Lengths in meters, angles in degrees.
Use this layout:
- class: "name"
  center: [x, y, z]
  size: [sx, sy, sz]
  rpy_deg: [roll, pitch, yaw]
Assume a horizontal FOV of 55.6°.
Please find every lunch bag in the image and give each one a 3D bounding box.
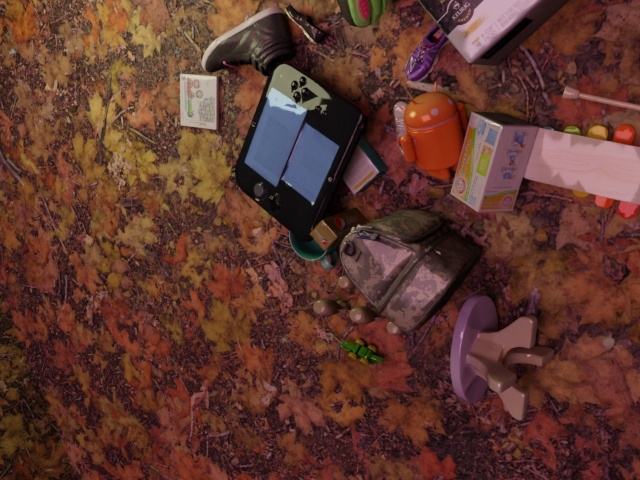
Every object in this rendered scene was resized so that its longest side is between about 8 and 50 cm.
- class: "lunch bag"
  center: [0.208, 0.046, 1.450]
  size: [0.256, 0.305, 0.212]
  rpy_deg: [38, 118, 16]

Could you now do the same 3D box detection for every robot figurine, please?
- class: "robot figurine"
  center: [0.267, -0.250, 1.418]
  size: [0.158, 0.128, 0.219]
  rpy_deg: [-13, 119, 17]

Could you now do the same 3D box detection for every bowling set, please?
- class: "bowling set"
  center: [0.141, 0.137, 1.632]
  size: [0.287, 0.154, 0.199]
  rpy_deg: [16, 92, 28]

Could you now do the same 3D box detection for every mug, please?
- class: "mug"
  center: [-0.008, -0.005, 1.689]
  size: [0.130, 0.097, 0.157]
  rpy_deg: [7, 107, 29]

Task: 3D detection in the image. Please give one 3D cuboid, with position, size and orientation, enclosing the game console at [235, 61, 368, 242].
- class: "game console"
  center: [-0.069, -0.239, 1.601]
  size: [0.342, 0.060, 0.386]
  rpy_deg: [42, 120, 34]

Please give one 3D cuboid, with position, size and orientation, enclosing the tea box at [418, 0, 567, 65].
- class: "tea box"
  center: [0.364, -0.589, 1.239]
  size: [0.329, 0.220, 0.323]
  rpy_deg: [-39, 82, 32]

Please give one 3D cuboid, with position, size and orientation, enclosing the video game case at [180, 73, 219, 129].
- class: "video game case"
  center: [-0.367, -0.422, 1.842]
  size: [0.143, 0.019, 0.157]
  rpy_deg: [12, 108, 28]

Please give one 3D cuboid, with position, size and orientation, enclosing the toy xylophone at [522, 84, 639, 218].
- class: "toy xylophone"
  center: [0.588, -0.191, 1.290]
  size: [0.323, 0.081, 0.236]
  rpy_deg: [26, 115, 23]

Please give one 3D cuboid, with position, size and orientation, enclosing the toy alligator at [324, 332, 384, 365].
- class: "toy alligator"
  center: [0.099, 0.315, 1.739]
  size: [0.190, 0.056, 0.051]
  rpy_deg: [21, 153, 25]

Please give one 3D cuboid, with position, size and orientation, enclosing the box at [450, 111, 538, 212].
- class: "box"
  center: [0.387, -0.175, 1.366]
  size: [0.114, 0.103, 0.203]
  rpy_deg: [-132, 45, -53]

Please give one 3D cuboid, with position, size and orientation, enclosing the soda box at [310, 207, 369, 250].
- class: "soda box"
  center: [0.053, -0.033, 1.594]
  size: [0.061, 0.181, 0.058]
  rpy_deg: [49, 122, 12]

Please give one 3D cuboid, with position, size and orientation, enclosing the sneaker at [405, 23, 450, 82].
- class: "sneaker"
  center: [0.250, -0.453, 1.432]
  size: [0.068, 0.071, 0.169]
  rpy_deg: [42, 121, 15]

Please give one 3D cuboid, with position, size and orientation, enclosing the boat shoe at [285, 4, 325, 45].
- class: "boat shoe"
  center: [-0.040, -0.572, 1.591]
  size: [0.133, 0.049, 0.042]
  rpy_deg: [48, 116, 9]

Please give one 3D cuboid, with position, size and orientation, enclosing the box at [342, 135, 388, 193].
- class: "box"
  center: [0.063, -0.249, 1.604]
  size: [0.100, 0.060, 0.244]
  rpy_deg: [-41, 81, 33]

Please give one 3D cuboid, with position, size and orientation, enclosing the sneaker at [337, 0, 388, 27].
- class: "sneaker"
  center: [0.018, -0.724, 1.466]
  size: [0.202, 0.185, 0.482]
  rpy_deg: [-28, 84, 51]

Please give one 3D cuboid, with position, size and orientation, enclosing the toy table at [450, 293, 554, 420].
- class: "toy table"
  center: [0.421, 0.277, 1.434]
  size: [0.161, 0.252, 0.274]
  rpy_deg: [15, 122, 44]

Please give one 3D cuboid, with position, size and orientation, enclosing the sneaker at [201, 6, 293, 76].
- class: "sneaker"
  center: [-0.201, -0.501, 1.669]
  size: [0.296, 0.105, 0.146]
  rpy_deg: [-23, 85, 29]

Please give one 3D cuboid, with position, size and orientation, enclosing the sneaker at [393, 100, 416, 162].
- class: "sneaker"
  center: [0.214, -0.266, 1.499]
  size: [0.057, 0.075, 0.161]
  rpy_deg: [-14, 95, 33]
